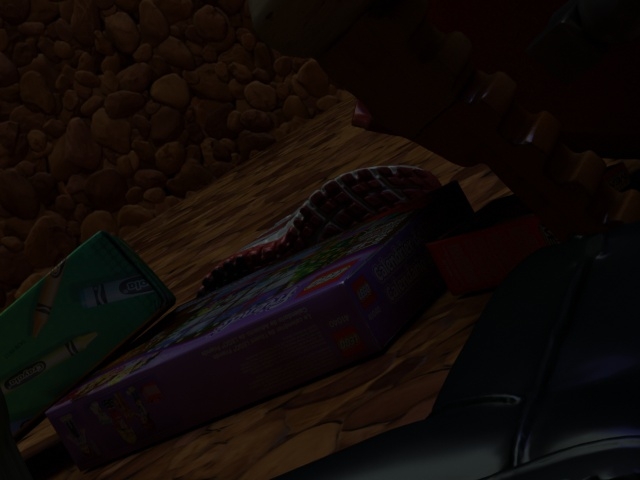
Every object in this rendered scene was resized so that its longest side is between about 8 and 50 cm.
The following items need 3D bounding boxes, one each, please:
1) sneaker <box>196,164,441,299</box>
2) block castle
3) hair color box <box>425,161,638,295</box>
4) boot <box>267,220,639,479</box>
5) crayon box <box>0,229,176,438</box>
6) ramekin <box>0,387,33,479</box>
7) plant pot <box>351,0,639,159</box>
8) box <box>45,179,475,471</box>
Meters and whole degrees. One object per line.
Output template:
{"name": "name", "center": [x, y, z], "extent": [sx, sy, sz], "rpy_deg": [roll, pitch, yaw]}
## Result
{"name": "sneaker", "center": [0.000, 0.000, 1.439], "extent": [0.225, 0.088, 0.093], "rpy_deg": [-27, 6, 15]}
{"name": "block castle", "center": [0.198, -0.189, 0.822], "extent": [0.213, 0.303, 0.453], "rpy_deg": [-40, 11, 47]}
{"name": "hair color box", "center": [0.138, -0.006, 1.114], "extent": [0.072, 0.043, 0.141], "rpy_deg": [-33, 9, -31]}
{"name": "boot", "center": [0.051, 0.083, 0.627], "extent": [0.247, 0.094, 0.207], "rpy_deg": [-19, 15, 24]}
{"name": "crayon box", "center": [-0.248, 0.111, 1.396], "extent": [0.278, 0.081, 0.165], "rpy_deg": [-41, 0, -3]}
{"name": "ramekin", "center": [-0.251, 0.198, 0.808], "extent": [0.303, 0.148, 0.303], "rpy_deg": [-29, 8, 4]}
{"name": "plant pot", "center": [0.171, -0.174, 1.146], "extent": [0.236, 0.267, 0.267], "rpy_deg": [15, 4, -3]}
{"name": "box", "center": [-0.039, 0.063, 1.274], "extent": [0.293, 0.057, 0.201], "rpy_deg": [-25, 9, 33]}
